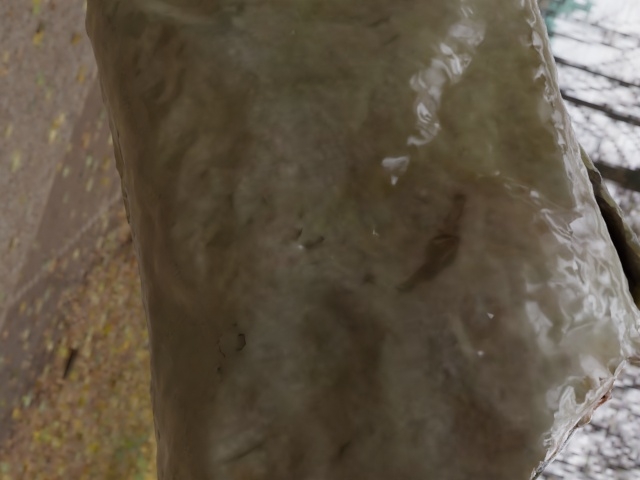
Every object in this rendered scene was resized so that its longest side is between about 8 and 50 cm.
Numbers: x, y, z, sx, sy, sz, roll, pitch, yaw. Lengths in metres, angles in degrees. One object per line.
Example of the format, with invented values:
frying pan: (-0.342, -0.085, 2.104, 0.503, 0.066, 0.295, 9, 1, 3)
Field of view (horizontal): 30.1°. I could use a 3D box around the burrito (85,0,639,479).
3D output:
burrito: (0.012, -0.002, 0.375, 0.107, 0.175, 0.347, 52, 27, -63)
